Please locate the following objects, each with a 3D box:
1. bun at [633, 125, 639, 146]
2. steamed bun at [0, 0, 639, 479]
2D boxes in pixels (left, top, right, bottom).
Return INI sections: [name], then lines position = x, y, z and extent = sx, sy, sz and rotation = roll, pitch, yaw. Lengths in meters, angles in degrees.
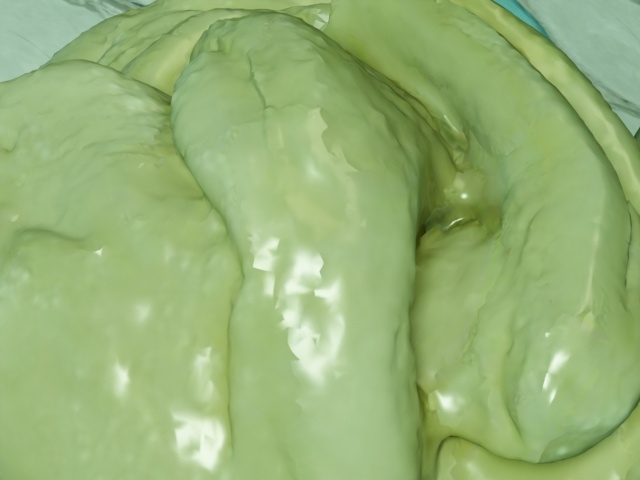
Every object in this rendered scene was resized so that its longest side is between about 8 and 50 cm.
[bun]
position = 0.295, 0.004, 0.927
extent = 0.326, 0.362, 0.234
rotation = 12, -3, 25
[steamed bun]
position = 0.003, 0.003, 0.795
extent = 0.324, 0.230, 0.372
rotation = 24, 32, 3
